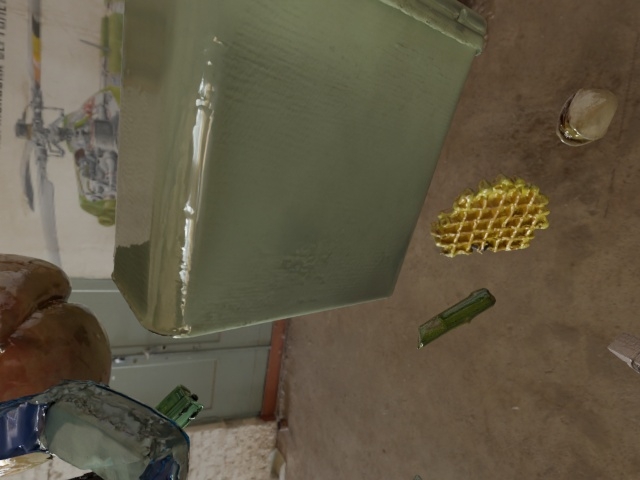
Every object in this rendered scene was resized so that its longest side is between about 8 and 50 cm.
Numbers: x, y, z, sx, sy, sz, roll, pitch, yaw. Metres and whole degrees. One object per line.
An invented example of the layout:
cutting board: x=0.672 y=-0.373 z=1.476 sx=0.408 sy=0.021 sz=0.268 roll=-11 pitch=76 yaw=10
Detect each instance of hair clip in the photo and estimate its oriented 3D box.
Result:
hair clip: x=0.768 y=0.293 z=0.908 sx=0.085 sy=0.101 sz=0.331 roll=-49 pitch=-3 yaw=6

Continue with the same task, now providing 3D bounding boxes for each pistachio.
pistachio: x=0.776 y=-0.364 z=1.207 sx=0.152 sy=0.223 sz=0.126 roll=59 pitch=157 yaw=-2

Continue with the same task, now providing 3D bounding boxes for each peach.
peach: x=-0.414 y=0.155 z=0.524 sx=0.292 sy=0.247 sz=0.292 roll=34 pitch=145 yaw=29

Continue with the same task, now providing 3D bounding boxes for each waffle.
waffle: x=0.423 y=-0.046 z=1.040 sx=0.283 sy=0.309 sz=0.065 roll=-39 pitch=38 yaw=24

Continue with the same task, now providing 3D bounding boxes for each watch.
watch: x=-0.247 y=0.166 z=0.241 sx=0.276 sy=0.274 sz=0.068 roll=12 pitch=102 yaw=17

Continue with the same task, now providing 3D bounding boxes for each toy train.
toy train: x=-0.240 y=0.283 z=0.676 sx=0.056 sy=0.093 sz=0.038 roll=35 pitch=162 yaw=41

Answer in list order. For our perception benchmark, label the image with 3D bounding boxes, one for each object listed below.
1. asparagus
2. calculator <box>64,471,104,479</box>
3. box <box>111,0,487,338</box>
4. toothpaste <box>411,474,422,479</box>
asparagus: x=0.376 y=0.217 z=1.170 sx=0.060 sy=0.277 sz=0.068 roll=20 pitch=130 yaw=65
calculator: x=-0.228 y=0.369 z=0.382 sx=0.028 sy=0.165 sz=0.274 roll=-16 pitch=69 yaw=22
box: x=-0.023 y=-0.104 z=0.442 sx=0.177 sy=0.351 sz=0.344 roll=30 pitch=114 yaw=43
toothpaste: x=0.200 y=0.452 z=0.610 sx=0.204 sy=0.049 sz=0.031 roll=46 pitch=167 yaw=24
